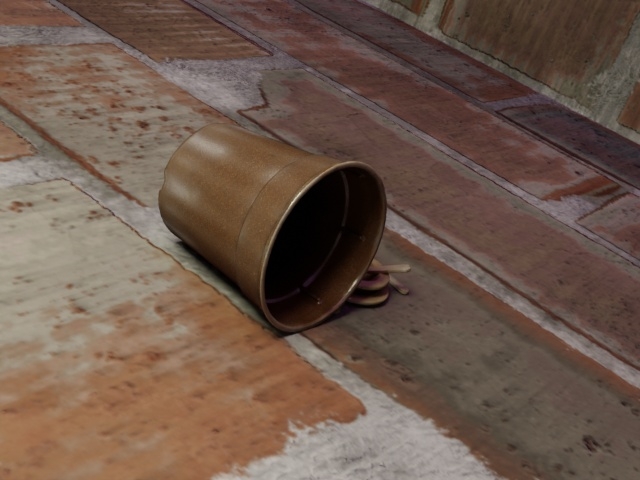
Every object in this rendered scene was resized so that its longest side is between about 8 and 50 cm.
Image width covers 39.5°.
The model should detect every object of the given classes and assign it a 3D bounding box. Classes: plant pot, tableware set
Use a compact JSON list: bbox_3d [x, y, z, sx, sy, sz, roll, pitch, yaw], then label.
[{"bbox_3d":[-0.054,-0.026,0.834,0.165,0.167,0.167,29,26,32],"label":"plant pot"},{"bbox_3d":[0.000,0.000,0.946,0.194,0.039,0.128,38,31,31],"label":"tableware set"}]
